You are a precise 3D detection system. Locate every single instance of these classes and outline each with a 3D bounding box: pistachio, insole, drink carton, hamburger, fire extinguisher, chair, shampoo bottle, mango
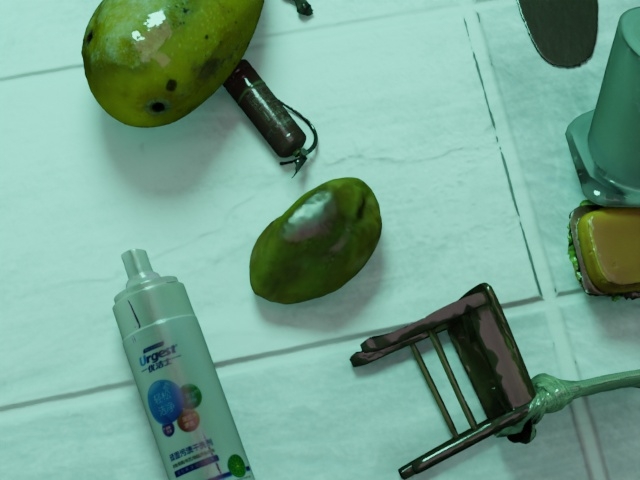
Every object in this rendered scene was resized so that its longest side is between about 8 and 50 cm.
[{"bbox_3d":[0.001,0.003,1.354,0.189,0.100,0.110,-38,77,-15],"label":"pistachio"},{"bbox_3d":[0.308,-0.381,1.541,0.111,0.007,0.328,1,74,-7],"label":"insole"},{"bbox_3d":[0.396,-0.164,1.365,0.185,0.190,0.191,-1,42,1],"label":"drink carton"},{"bbox_3d":[0.376,0.006,1.397,0.165,0.087,0.137,-5,74,-8],"label":"hamburger"},{"bbox_3d":[-0.055,-0.152,1.424,0.078,0.045,0.157,-31,77,-35],"label":"fire extinguisher"},{"bbox_3d":[0.214,0.137,1.309,0.319,0.160,0.186,-22,79,-9],"label":"chair"},{"bbox_3d":[-0.162,0.151,1.301,0.092,0.092,0.303,-18,78,-10],"label":"shampoo bottle"},{"bbox_3d":[-0.160,-0.270,1.388,0.176,0.176,0.329,34,57,3],"label":"mango"}]

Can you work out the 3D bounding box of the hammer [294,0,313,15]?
[{"bbox_3d":[0.062,-0.406,1.514,0.297,0.027,0.125,-32,84,-13],"label":"hammer"}]
